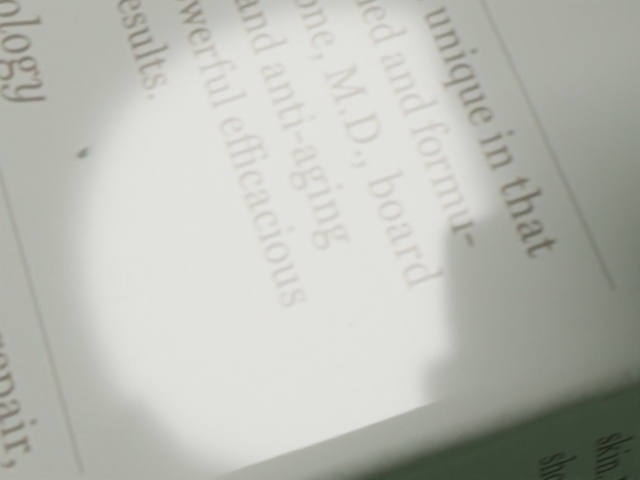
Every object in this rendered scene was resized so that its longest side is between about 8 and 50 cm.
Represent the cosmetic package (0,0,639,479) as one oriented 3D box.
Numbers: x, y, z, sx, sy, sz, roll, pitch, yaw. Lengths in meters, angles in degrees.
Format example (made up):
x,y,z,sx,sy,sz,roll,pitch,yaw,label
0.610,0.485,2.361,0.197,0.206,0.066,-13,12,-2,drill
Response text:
x,y,z,sx,sy,sz,roll,pitch,yaw,label
0.000,0.000,0.657,0.329,0.394,0.327,78,172,-60,cosmetic package
